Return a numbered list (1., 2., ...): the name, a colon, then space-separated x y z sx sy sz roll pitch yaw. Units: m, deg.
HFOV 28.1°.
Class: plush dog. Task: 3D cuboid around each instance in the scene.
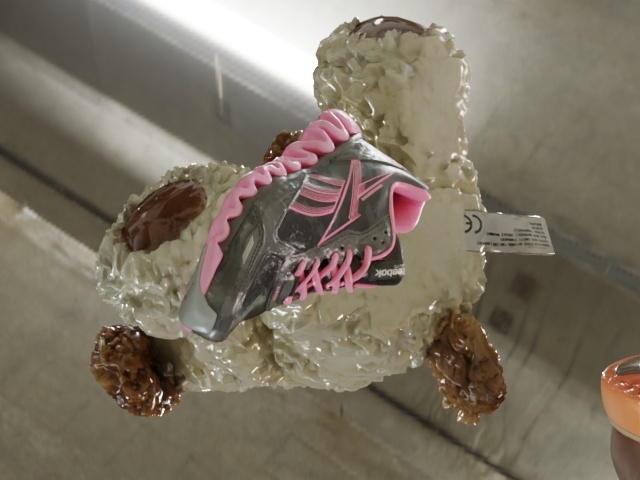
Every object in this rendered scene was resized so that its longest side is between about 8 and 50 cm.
1. plush dog: -0.016 0.020 0.752 0.262 0.225 0.210 -44 -73 -32

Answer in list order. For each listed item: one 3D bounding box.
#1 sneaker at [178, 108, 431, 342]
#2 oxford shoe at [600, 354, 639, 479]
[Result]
1. sneaker: 0.000 0.000 0.415 0.057 0.047 0.119 35 -140 7
2. oxford shoe: 0.281 0.172 0.740 0.130 0.133 0.364 -8 -167 -9
